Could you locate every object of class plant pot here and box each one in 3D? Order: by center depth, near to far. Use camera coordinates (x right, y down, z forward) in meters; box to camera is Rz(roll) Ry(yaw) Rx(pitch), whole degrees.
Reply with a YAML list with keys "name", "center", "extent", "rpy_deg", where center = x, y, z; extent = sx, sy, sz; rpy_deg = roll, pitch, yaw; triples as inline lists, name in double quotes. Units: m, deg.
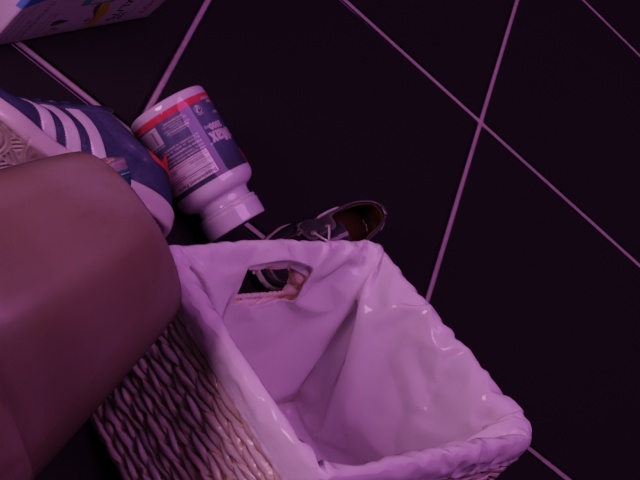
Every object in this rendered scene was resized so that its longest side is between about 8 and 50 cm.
- name: "plant pot"
  center: [-0.292, 0.065, 1.229]
  extent: [0.280, 0.323, 0.323]
  rpy_deg: [-33, 91, -27]

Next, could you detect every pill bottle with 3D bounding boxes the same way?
- name: "pill bottle"
  center: [-0.150, -0.094, 1.677]
  extent: [0.108, 0.108, 0.180]
  rpy_deg: [-32, 91, -47]

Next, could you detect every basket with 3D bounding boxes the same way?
- name: "basket"
  center: [-0.019, 0.199, 1.441]
  extent: [0.328, 0.266, 0.331]
  rpy_deg: [-2, 42, -43]

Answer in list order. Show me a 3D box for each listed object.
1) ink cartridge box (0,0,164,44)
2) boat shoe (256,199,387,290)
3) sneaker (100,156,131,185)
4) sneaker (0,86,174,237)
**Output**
- name: "ink cartridge box"
  center: [-0.302, -0.386, 1.635]
  extent: [0.270, 0.198, 0.197]
  rpy_deg: [-22, 83, -46]
- name: "boat shoe"
  center: [0.000, 0.000, 1.786]
  extent: [0.233, 0.079, 0.084]
  rpy_deg: [-25, 87, -45]
- name: "sneaker"
  center: [-0.323, 0.018, 1.412]
  extent: [0.302, 0.108, 0.121]
  rpy_deg: [-30, 108, -16]
- name: "sneaker"
  center: [-0.320, -0.120, 1.536]
  extent: [0.350, 0.131, 0.148]
  rpy_deg: [34, 40, -31]
